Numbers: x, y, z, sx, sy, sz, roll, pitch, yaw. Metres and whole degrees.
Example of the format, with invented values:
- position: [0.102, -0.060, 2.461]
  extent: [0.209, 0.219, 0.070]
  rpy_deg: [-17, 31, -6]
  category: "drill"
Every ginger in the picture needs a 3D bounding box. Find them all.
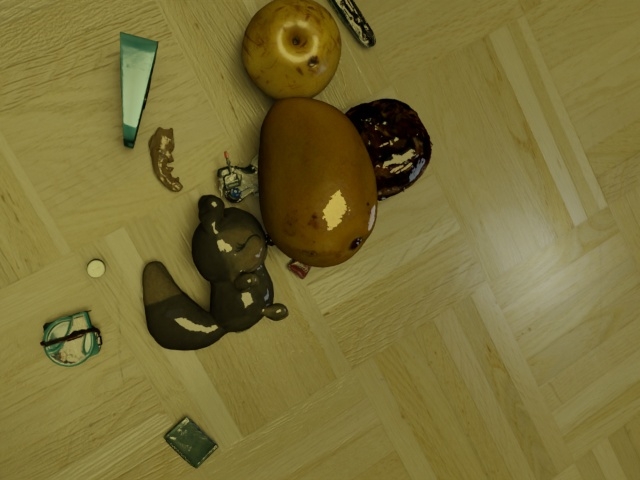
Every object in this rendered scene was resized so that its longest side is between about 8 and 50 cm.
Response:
- position: [-0.407, -0.211, 1.857]
  extent: [0.070, 0.051, 0.173]
  rpy_deg: [-10, 99, -11]
  category: "ginger"

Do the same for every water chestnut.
- position: [0.156, -0.254, 1.909]
  extent: [0.300, 0.300, 0.299]
  rpy_deg: [-1, 92, -17]
  category: "water chestnut"

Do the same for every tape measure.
- position: [-0.627, 0.252, 1.784]
  extent: [0.146, 0.081, 0.125]
  rpy_deg: [-17, 93, -15]
  category: "tape measure"

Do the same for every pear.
- position: [-0.072, -0.495, 1.839]
  extent: [0.281, 0.281, 0.280]
  rpy_deg: [-1, 92, -17]
  category: "pear"

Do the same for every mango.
- position: [-0.018, -0.153, 1.761]
  extent: [0.300, 0.232, 0.445]
  rpy_deg: [-20, 74, 18]
  category: "mango"

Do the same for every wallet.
- position: [-0.348, 0.542, 1.906]
  extent: [0.088, 0.026, 0.129]
  rpy_deg: [-44, 104, -7]
  category: "wallet"

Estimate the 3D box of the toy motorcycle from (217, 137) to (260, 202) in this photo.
- position: [-0.176, -0.191, 1.902]
  extent: [0.221, 0.102, 0.150]
  rpy_deg: [-20, 110, -16]
  category: "toy motorcycle"

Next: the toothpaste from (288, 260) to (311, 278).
- position: [0.000, 0.000, 1.992]
  extent: [0.062, 0.039, 0.239]
  rpy_deg: [40, 82, -21]
  category: "toothpaste"

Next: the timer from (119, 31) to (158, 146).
- position: [-0.466, -0.360, 1.738]
  extent: [0.091, 0.232, 0.249]
  rpy_deg: [10, 87, -16]
  category: "timer"

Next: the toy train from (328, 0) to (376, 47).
- position: [0.077, -0.640, 1.988]
  extent: [0.052, 0.051, 0.233]
  rpy_deg: [-39, 105, -12]
  category: "toy train"

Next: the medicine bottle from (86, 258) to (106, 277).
- position: [-0.567, 0.070, 1.795]
  extent: [0.047, 0.083, 0.047]
  rpy_deg: [0, 91, -17]
  category: "medicine bottle"

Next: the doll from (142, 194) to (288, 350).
- position: [-0.287, 0.079, 1.802]
  extent: [0.379, 0.252, 0.382]
  rpy_deg: [-23, 92, -15]
  category: "doll"
